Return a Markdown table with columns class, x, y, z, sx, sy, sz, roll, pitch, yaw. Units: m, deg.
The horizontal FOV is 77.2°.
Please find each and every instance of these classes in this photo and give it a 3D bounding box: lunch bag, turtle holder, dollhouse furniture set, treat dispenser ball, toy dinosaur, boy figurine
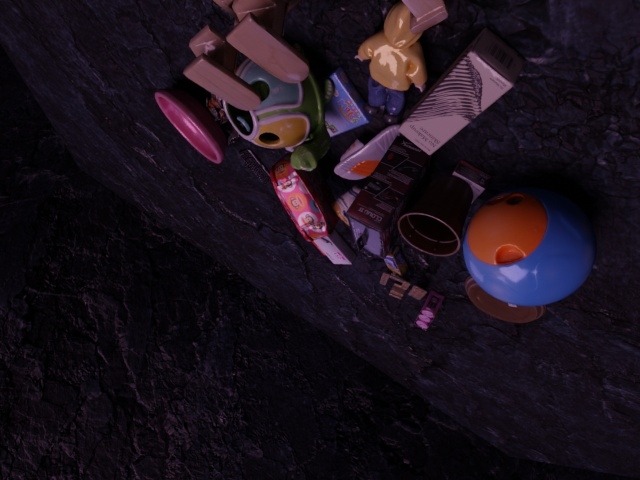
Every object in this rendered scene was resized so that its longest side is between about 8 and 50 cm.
| class | x | y | z | sx | sy | sz | roll | pitch | yaw |
| --- | --- | --- | --- | --- | --- | --- | --- | --- | --- |
| lunch bag | -0.038 | -0.169 | 1.373 | 0.120 | 0.258 | 0.293 | -20 | 111 | 23 |
| turtle holder | -0.115 | -0.339 | 1.076 | 0.243 | 0.227 | 0.320 | 4 | 121 | 50 |
| dollhouse furniture set | -0.009 | -0.455 | 0.724 | 0.394 | 0.362 | 0.256 | -11 | 157 | 43 |
| treat dispenser ball | 0.498 | 0.015 | 0.977 | 0.288 | 0.288 | 0.288 | 27 | 154 | 15 |
| toy dinosaur | -0.287 | -0.447 | 1.298 | 0.218 | 0.164 | 0.322 | 59 | 171 | -12 |
| boy figurine | 0.159 | -0.401 | 0.894 | 0.177 | 0.092 | 0.285 | 28 | 153 | 15 |

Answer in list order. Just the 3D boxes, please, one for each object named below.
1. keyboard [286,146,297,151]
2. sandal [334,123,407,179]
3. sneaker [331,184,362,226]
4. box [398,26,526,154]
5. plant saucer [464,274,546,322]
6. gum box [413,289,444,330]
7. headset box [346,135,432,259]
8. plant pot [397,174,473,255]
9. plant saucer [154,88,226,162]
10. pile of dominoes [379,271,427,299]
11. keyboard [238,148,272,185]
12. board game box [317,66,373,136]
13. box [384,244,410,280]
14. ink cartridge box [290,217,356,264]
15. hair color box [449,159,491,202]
| class | x | y | z | sx | sy | sz | roll | pitch | yaw |
| --- | --- | --- | --- | --- | --- | --- | --- | --- | --- |
| keyboard | -0.119 | -0.390 | 1.335 | 0.072 | 0.014 | 0.256 | 21 | 151 | 26 |
| sandal | 0.149 | -0.268 | 1.168 | 0.102 | 0.076 | 0.265 | 22 | 142 | -34 |
| sneaker | 0.162 | -0.090 | 1.412 | 0.112 | 0.131 | 0.296 | 51 | -169 | 33 |
| box | 0.295 | -0.311 | 0.880 | 0.113 | 0.094 | 0.275 | 36 | 154 | -5 |
| plant saucer | 0.648 | 0.210 | 1.430 | 0.277 | 0.041 | 0.278 | 28 | 153 | 15 |
| gum box | 0.466 | 0.300 | 1.725 | 0.062 | 0.107 | 0.188 | 27 | 153 | 16 |
| headset box | 0.185 | -0.099 | 1.104 | 0.110 | 0.293 | 0.218 | 29 | 167 | 20 |
| plant pot | 0.316 | -0.073 | 1.062 | 0.167 | 0.165 | 0.167 | 28 | 154 | 15 |
| plant saucer | -0.476 | -0.443 | 1.524 | 0.332 | 0.084 | 0.332 | 40 | 166 | 12 |
| pile of dominoes | 0.343 | 0.211 | 1.706 | 0.195 | 0.040 | 0.251 | 22 | 168 | 11 |
| keyboard | -0.269 | -0.299 | 1.664 | 0.108 | 0.023 | 0.180 | 2 | 139 | 49 |
| board game box | 0.028 | -0.380 | 1.145 | 0.160 | 0.039 | 0.211 | 48 | 153 | -25 |
| box | 0.304 | 0.091 | 1.610 | 0.054 | 0.059 | 0.169 | 12 | 147 | 40 |
| ink cartridge box | 0.000 | 0.000 | 1.821 | 0.238 | 0.060 | 0.275 | -3 | 136 | 51 |
| hair color box | 0.387 | -0.139 | 1.119 | 0.093 | 0.053 | 0.167 | 32 | 156 | 7 |
